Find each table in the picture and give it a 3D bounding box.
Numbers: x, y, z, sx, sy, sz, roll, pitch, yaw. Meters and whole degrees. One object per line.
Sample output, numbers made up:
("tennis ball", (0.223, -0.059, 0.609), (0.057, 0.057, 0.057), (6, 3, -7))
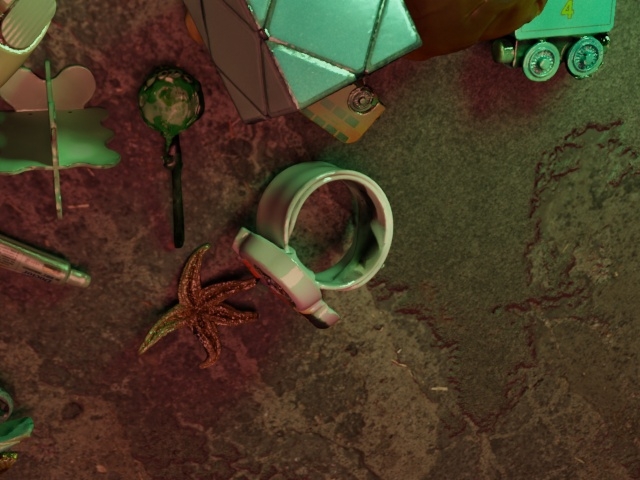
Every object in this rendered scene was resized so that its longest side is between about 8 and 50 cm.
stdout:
("table", (-0.361, -0.137, 1.245), (0.166, 0.198, 0.167), (-9, 123, -14))

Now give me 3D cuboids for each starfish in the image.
("starfish", (-0.206, 0.116, 1.542), (0.238, 0.057, 0.213), (-22, 115, -12))

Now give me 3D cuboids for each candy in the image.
("candy", (-0.222, -0.111, 1.391), (0.097, 0.097, 0.323), (-7, 130, -14))

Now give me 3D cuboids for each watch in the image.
("watch", (0.000, 0.000, 1.485), (0.231, 0.196, 0.244), (-51, 120, -11))

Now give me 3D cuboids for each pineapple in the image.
("pineapple", (-0.570, 0.398, 1.616), (0.083, 0.019, 0.045), (-44, 126, 14))

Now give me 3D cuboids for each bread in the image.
("bread", (0.170, -0.392, 1.249), (0.279, 0.225, 0.250), (-23, 126, -9))

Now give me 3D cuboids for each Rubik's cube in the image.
("Rubik's cube", (-0.030, -0.289, 1.198), (0.205, 0.207, 0.205), (-31, 105, -18))

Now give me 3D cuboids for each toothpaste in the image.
("toothpaste", (-0.473, 0.022, 1.405), (0.255, 0.037, 0.067), (22, 117, -25))

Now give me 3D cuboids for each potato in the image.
("potato", (-0.151, -0.316, 1.290), (0.083, 0.062, 0.068), (-36, 159, 21))

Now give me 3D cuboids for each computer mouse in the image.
("computer mouse", (-0.460, -0.266, 1.206), (0.236, 0.082, 0.145), (-41, 123, 10))

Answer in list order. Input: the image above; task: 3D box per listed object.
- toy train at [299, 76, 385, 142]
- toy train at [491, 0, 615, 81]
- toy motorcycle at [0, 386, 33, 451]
("toy train", (0.013, -0.223, 1.393), (0.188, 0.072, 0.099), (32, 106, -31))
("toy train", (0.360, -0.331, 1.425), (0.197, 0.107, 0.154), (-8, 115, -13))
("toy motorcycle", (-0.624, 0.344, 1.514), (0.296, 0.109, 0.198), (-26, 127, 0))
